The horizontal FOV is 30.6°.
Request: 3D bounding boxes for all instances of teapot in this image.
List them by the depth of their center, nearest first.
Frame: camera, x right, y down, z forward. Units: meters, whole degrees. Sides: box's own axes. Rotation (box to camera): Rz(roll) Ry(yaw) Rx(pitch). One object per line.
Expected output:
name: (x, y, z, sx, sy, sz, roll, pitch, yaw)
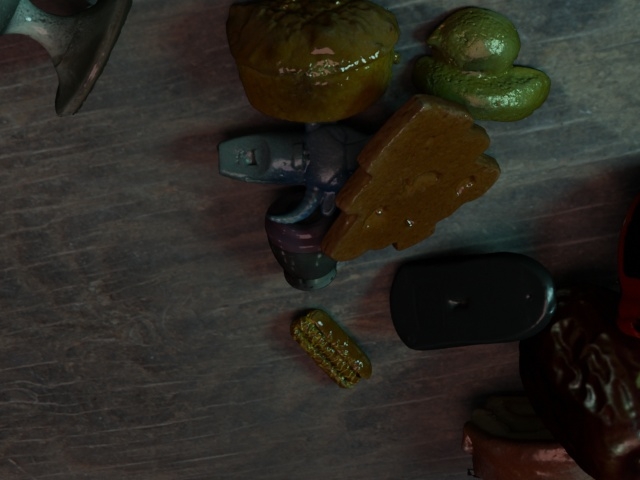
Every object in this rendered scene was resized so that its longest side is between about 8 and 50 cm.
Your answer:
teapot: (-0.009, -0.003, 1.704, 0.116, 0.148, 0.146, 29, 145, 27)

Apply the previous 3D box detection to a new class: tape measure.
tape measure: (0.519, 0.029, 1.614, 0.253, 0.114, 0.260, 3, 92, -37)

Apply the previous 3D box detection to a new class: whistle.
whistle: (-0.009, -0.114, 1.611, 0.269, 0.093, 0.180, -2, 95, -1)

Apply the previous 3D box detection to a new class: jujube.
jujube: (0.406, 0.208, 1.688, 0.223, 0.318, 0.223, -7, 127, -9)

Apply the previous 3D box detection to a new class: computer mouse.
computer mouse: (0.231, 0.087, 1.722, 0.270, 0.086, 0.137, -8, 88, 33)

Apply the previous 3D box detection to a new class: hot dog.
hot dog: (0.016, 0.170, 1.846, 0.071, 0.045, 0.165, -29, 120, 23)

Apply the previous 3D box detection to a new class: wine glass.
wine glass: (-0.418, -0.300, 1.425, 0.323, 0.238, 0.238, 21, 124, -25)

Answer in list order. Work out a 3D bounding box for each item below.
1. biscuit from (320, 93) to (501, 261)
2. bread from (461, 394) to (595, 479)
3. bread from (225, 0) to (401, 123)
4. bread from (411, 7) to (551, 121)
biscuit: (0.124, -0.094, 1.558, 0.284, 0.043, 0.306, -24, 148, -15)
bread: (0.343, 0.321, 1.859, 0.244, 0.190, 0.123, -8, 114, 16)
bread: (-0.010, -0.227, 1.517, 0.229, 0.139, 0.143, -1, 133, 5)
bread: (0.222, -0.222, 1.549, 0.188, 0.065, 0.149, 19, 119, -8)
